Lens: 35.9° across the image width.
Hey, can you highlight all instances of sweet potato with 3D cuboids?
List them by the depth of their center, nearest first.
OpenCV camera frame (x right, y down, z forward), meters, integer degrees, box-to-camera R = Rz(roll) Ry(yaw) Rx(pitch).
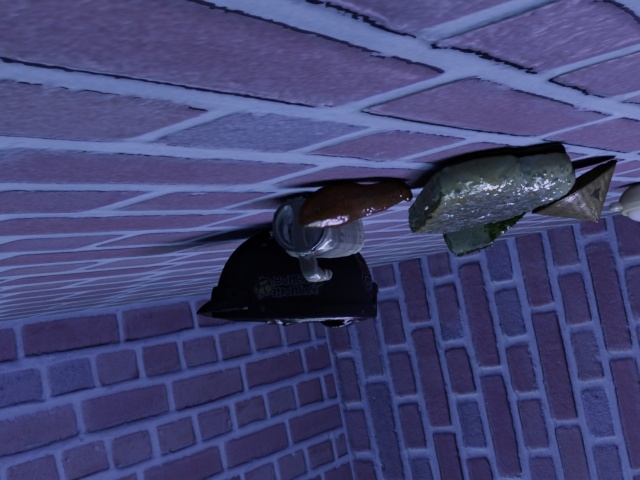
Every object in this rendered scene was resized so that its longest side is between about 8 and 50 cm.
[{"bbox_3d":[0.053,-0.049,1.168,0.050,0.050,0.214,-15,180,44],"label":"sweet potato"}]

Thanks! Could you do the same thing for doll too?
[{"bbox_3d":[0.755,-0.078,2.066,0.296,0.117,0.141,-11,173,3],"label":"doll"}]

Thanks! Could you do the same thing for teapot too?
[{"bbox_3d":[0.000,0.000,1.257,0.077,0.107,0.200,-9,176,15],"label":"teapot"}]

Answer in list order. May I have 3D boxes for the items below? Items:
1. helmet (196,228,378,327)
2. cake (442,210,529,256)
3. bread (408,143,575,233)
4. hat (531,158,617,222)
[{"bbox_3d":[-0.048,0.056,1.533,0.279,0.160,0.230,4,176,4],"label":"helmet"},{"bbox_3d":[0.270,-0.074,1.472,0.235,0.099,0.100,-33,-172,-37],"label":"cake"},{"bbox_3d":[0.220,-0.061,1.238,0.207,0.056,0.286,-12,171,-3],"label":"bread"},{"bbox_3d":[0.392,-0.054,1.462,0.146,0.067,0.146,-33,-179,1],"label":"hat"}]
